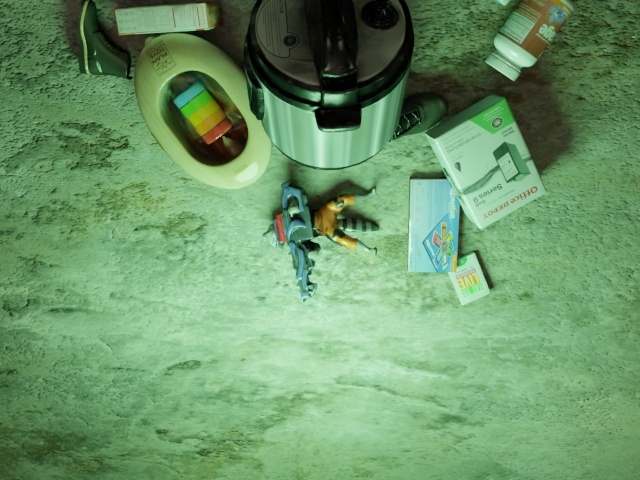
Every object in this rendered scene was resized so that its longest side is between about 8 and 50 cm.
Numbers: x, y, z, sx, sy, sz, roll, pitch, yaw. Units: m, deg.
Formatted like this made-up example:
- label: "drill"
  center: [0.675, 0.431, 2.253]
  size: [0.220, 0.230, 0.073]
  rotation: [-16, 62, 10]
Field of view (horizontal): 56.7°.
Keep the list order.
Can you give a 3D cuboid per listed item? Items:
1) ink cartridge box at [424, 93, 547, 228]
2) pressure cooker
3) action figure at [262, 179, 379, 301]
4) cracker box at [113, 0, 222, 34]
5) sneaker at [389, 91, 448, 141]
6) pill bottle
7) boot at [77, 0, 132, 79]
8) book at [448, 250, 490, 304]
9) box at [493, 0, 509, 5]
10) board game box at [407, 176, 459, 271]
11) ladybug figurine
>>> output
- label: "ink cartridge box"
  center: [0.445, -0.210, 1.593]
  size: [0.211, 0.121, 0.289]
  rotation: [-30, 108, 6]
- label: "pressure cooker"
  center: [0.022, -0.405, 1.338]
  size: [0.369, 0.420, 0.375]
  rotation: [40, 74, 14]
- label: "action figure"
  center: [0.000, 0.000, 1.709]
  size: [0.329, 0.178, 0.342]
  rotation: [-2, 89, 11]
- label: "cracker box"
  center: [-0.378, -0.564, 1.499]
  size: [0.232, 0.156, 0.067]
  rotation: [-1, 113, 4]
- label: "sneaker"
  center: [0.204, -0.309, 1.579]
  size: [0.286, 0.130, 0.109]
  rotation: [-19, 109, 11]
- label: "pill bottle"
  center: [0.512, -0.513, 1.470]
  size: [0.121, 0.121, 0.216]
  rotation: [30, 113, -9]
- label: "boot"
  center: [-0.567, -0.533, 1.580]
  size: [0.136, 0.077, 0.198]
  rotation: [10, 127, -5]
- label: "book"
  center: [0.445, 0.113, 1.798]
  size: [0.096, 0.035, 0.144]
  rotation: [-23, 107, 12]
- label: "box"
  center: [0.421, -0.731, 1.380]
  size: [0.231, 0.127, 0.262]
  rotation: [33, 112, -9]
- label: "board game box"
  center: [0.328, -0.043, 1.725]
  size: [0.144, 0.027, 0.282]
  rotation: [1, 108, 5]
- label: "ladybug figurine"
  center: [-0.303, -0.350, 1.582]
  size: [0.305, 0.162, 0.450]
  rotation: [-28, 109, 14]
